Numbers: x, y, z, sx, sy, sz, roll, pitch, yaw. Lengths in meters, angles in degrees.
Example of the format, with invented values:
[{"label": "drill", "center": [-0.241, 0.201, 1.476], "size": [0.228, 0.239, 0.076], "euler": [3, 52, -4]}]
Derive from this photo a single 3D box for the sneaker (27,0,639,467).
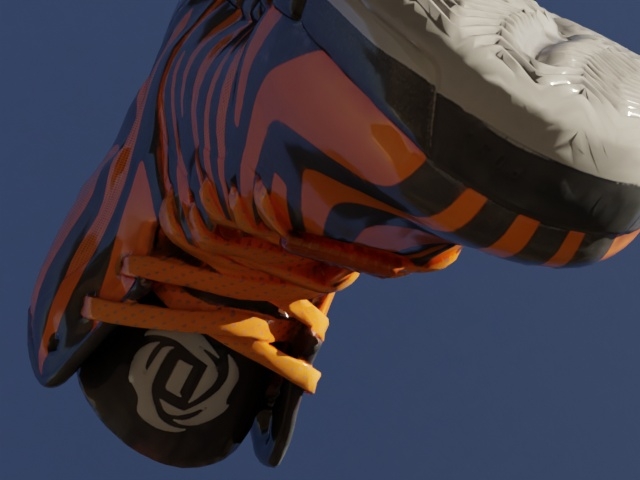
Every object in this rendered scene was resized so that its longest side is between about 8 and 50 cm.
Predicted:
[{"label": "sneaker", "center": [0.000, 0.000, 0.565], "size": [0.124, 0.321, 0.180], "euler": [24, -83, -14]}]
